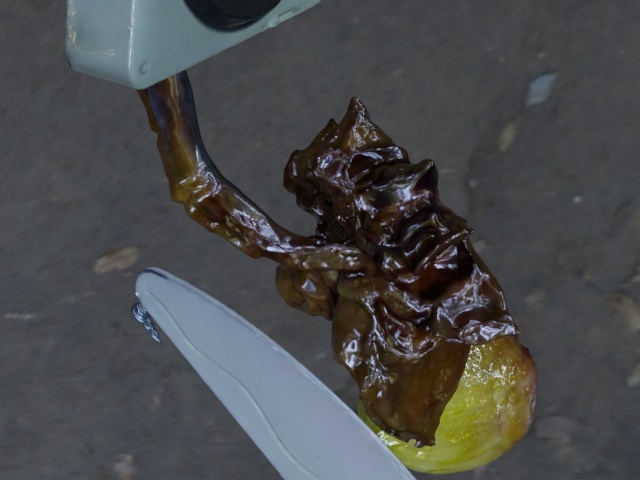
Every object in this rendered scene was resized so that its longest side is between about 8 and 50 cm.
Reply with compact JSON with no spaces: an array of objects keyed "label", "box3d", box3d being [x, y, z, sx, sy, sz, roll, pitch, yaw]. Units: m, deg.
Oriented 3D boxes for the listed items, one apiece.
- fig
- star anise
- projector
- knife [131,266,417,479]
[{"label":"fig","box3d":[0.080,0.162,1.558,0.257,0.159,0.159,-32,94,-27]},{"label":"star anise","box3d":[0.005,-0.010,1.156,0.346,0.237,0.148,47,73,-17]},{"label":"projector","box3d":[-0.049,-0.241,0.987,0.079,0.257,0.259,16,116,21]},{"label":"knife","box3d":[0.034,0.139,0.706,0.336,0.081,0.043,51,48,-1]}]
